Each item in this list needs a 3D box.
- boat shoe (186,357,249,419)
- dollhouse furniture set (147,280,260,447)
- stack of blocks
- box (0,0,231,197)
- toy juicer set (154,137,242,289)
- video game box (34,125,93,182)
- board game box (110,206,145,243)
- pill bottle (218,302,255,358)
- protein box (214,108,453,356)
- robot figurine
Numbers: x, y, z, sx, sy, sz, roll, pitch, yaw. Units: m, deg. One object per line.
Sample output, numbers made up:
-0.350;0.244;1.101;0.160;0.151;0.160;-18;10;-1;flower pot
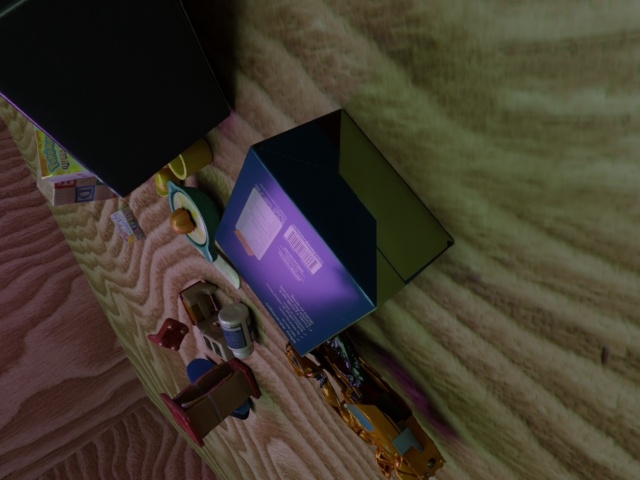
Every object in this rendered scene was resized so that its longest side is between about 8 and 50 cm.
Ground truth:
-0.318;0.461;1.329;0.258;0.109;0.088;33;143;35;boat shoe
-0.320;0.303;1.116;0.152;0.201;0.373;11;126;48;dollhouse furniture set
-0.484;-0.230;0.923;0.087;0.171;0.297;38;124;26;stack of blocks
-0.348;-0.300;0.565;0.395;0.212;0.293;44;169;18;box
-0.272;-0.056;0.869;0.209;0.090;0.328;24;134;40;toy juicer set
-0.388;-0.215;0.748;0.048;0.187;0.205;20;-119;-86;video game box
-0.592;-0.043;1.343;0.154;0.026;0.103;-7;111;54;board game box
-0.183;0.204;0.983;0.067;0.067;0.120;25;134;40;pill bottle
0.000;0.000;0.523;0.199;0.136;0.201;52;146;8;protein box
0.046;0.227;0.663;0.291;0.085;0.211;47;160;9;robot figurine
